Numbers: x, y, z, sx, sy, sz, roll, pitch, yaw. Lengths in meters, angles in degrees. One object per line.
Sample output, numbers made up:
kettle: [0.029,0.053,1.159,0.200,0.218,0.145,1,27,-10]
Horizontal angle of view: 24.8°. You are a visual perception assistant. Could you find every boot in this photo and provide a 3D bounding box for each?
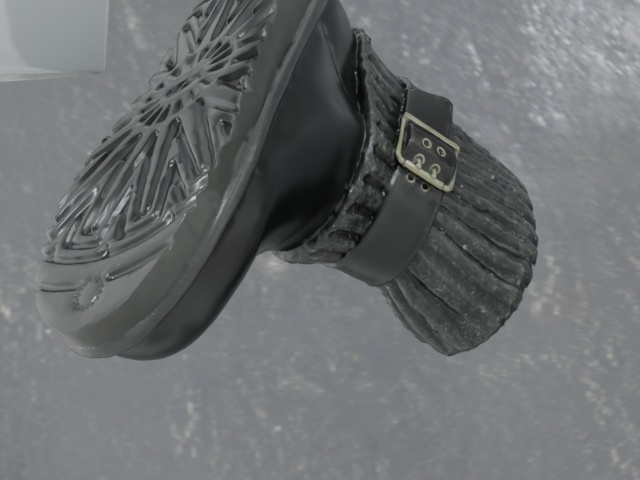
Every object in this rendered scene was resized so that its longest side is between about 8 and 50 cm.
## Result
boot: [0.003,-0.002,0.870,0.131,0.348,0.260,-20,122,39]

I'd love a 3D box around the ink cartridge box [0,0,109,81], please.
ink cartridge box: [-0.170,-0.218,0.773,0.092,0.160,0.219,-5,56,-14]
